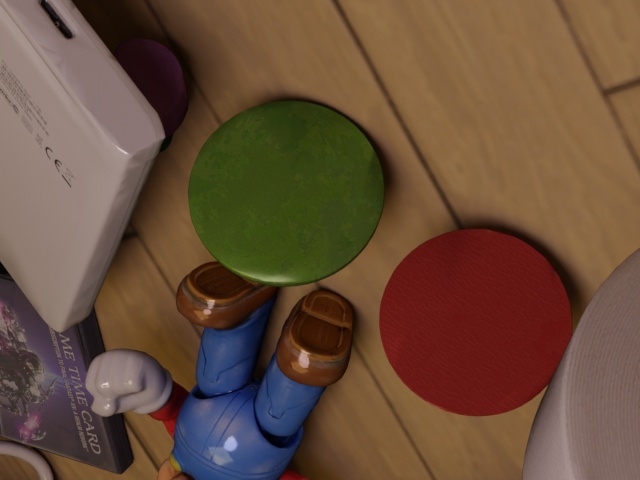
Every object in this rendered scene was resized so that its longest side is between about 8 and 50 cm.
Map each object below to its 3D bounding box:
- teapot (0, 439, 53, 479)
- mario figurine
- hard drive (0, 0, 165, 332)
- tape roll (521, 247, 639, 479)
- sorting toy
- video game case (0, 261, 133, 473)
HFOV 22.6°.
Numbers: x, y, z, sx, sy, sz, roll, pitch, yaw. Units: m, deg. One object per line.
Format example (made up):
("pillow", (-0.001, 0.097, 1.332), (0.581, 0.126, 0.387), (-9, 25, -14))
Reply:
("teapot", (-0.279, 0.348, 1.476), (0.252, 0.187, 0.256), (56, 161, 27))
("mario figurine", (-0.074, 0.180, 1.189), (0.198, 0.170, 0.320), (54, 141, 43))
("hard drive", (-0.206, -0.074, 1.107), (0.203, 0.040, 0.307), (52, 153, 9))
("tape roll", (0.287, 0.138, 0.740), (0.392, 0.392, 0.072), (30, 136, 14))
("sorting toy", (0.000, 0.000, 1.076), (0.365, 0.127, 0.126), (35, 166, 14))
("video game case", (-0.297, 0.093, 1.398), (0.274, 0.026, 0.196), (11, 128, 29))
